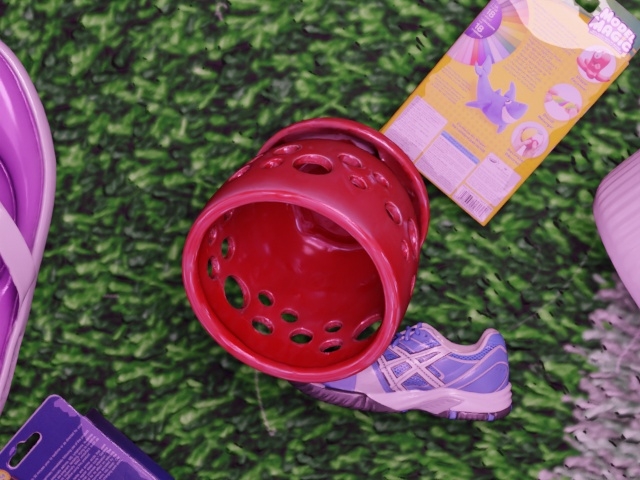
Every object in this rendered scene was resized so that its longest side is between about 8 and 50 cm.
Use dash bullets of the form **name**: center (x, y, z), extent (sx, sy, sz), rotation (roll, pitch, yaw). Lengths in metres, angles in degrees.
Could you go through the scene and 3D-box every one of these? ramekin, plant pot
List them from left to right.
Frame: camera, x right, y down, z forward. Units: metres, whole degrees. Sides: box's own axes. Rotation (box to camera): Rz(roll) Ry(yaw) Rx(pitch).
- **plant pot**: center (0.000, 0.000, 1.285), extent (0.191, 0.174, 0.191), rotation (11, 123, 17)
- **ramekin**: center (0.318, 0.005, 1.257), extent (0.109, 0.207, 0.207), rotation (-33, 97, 21)

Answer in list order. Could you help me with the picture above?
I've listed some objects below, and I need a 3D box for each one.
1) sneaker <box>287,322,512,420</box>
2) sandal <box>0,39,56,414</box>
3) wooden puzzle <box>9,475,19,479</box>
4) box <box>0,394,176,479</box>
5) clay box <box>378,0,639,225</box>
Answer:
- **sneaker**: center (0.072, 0.115, 1.376), extent (0.211, 0.080, 0.081), rotation (4, 96, -4)
- **sandal**: center (-0.333, 0.006, 1.374), extent (0.169, 0.102, 0.416), rotation (2, 101, -1)
- **wooden puzzle**: center (-0.289, 0.260, 1.442), extent (0.083, 0.006, 0.049), rotation (35, 104, -1)
- **box**: center (-0.210, 0.261, 1.453), extent (0.225, 0.036, 0.136), rotation (42, 103, -3)
- **clay box**: center (0.169, -0.138, 1.315), extent (0.127, 0.053, 0.222), rotation (41, 103, -2)
